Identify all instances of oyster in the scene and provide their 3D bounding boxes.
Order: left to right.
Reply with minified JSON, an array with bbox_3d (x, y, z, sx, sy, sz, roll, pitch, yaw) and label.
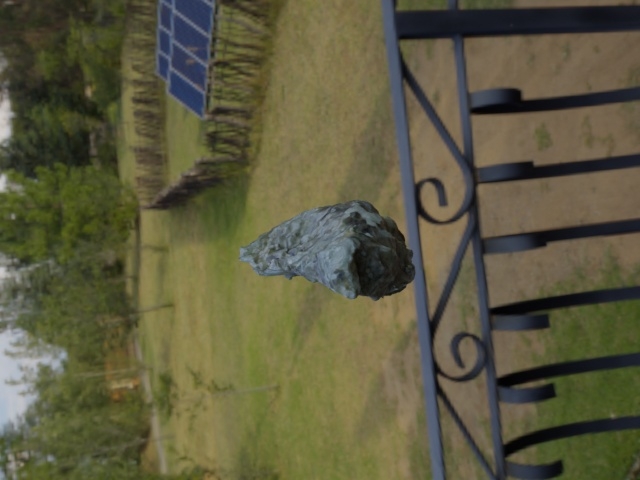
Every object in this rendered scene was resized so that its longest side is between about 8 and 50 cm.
[{"bbox_3d":[0.000,0.001,0.364,0.100,0.098,0.037,10,107,35],"label":"oyster"}]
